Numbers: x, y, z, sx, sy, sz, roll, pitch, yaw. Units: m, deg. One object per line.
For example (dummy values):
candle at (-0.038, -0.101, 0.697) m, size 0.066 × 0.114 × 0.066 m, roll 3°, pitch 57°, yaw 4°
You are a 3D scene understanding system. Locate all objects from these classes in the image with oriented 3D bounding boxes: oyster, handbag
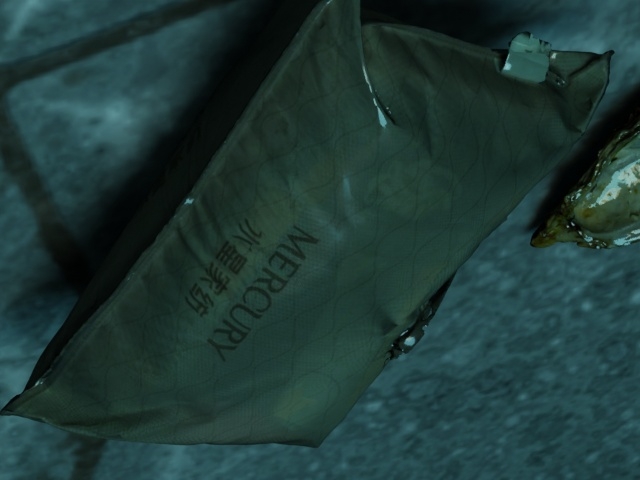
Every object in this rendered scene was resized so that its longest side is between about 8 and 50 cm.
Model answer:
oyster at (0.154, -0.041, 0.925) m, size 0.132 × 0.029 × 0.086 m, roll -22°, pitch 134°, yaw 5°
handbag at (0.000, 0.000, 0.842) m, size 0.182 × 0.117 × 0.270 m, roll 9°, pitch 131°, yaw -42°
